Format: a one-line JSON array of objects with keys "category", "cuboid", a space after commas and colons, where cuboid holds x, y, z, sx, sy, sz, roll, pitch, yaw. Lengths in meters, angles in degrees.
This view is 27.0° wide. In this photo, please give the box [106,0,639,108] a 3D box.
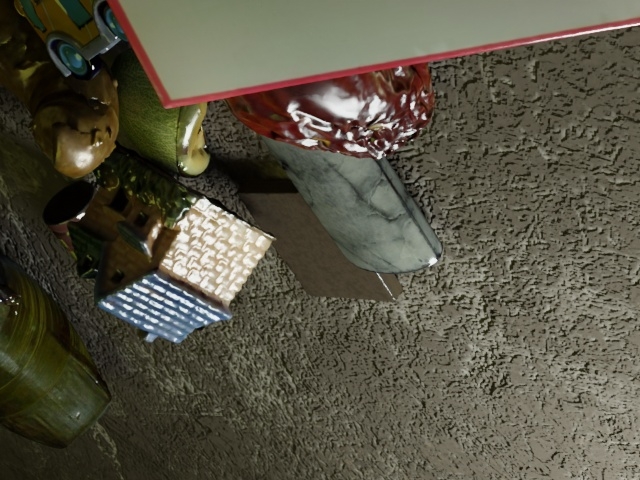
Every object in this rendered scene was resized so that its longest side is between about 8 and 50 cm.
[{"category": "box", "cuboid": [0.025, -0.287, 0.635, 0.314, 0.300, 0.312, -8, 135, 18]}]

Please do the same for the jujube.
[{"category": "jujube", "cuboid": [0.000, -0.151, 1.088, 0.168, 0.168, 0.236, 4, 156, 40]}]

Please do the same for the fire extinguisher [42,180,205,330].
[{"category": "fire extinguisher", "cuboid": [-0.239, 0.039, 1.670, 0.106, 0.075, 0.252, 4, 139, 40]}]

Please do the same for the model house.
[{"category": "model house", "cuboid": [-0.185, 0.011, 1.421, 0.183, 0.172, 0.166, 32, -177, 41]}]

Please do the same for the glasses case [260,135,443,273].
[{"category": "glasses case", "cuboid": [0.008, -0.087, 1.265, 0.114, 0.060, 0.299, 0, 137, 43]}]

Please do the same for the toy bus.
[{"category": "toy bus", "cuboid": [-0.188, -0.239, 1.168, 0.136, 0.126, 0.209, 51, 147, -13]}]

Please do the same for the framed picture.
[{"category": "framed picture", "cuboid": [0.000, 0.000, 1.440, 0.128, 0.023, 0.168, 2, 138, 41]}]

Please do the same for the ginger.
[{"category": "ginger", "cuboid": [-0.294, -0.189, 1.309, 0.309, 0.107, 0.133, 50, -163, 15]}]

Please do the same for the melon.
[{"category": "melon", "cuboid": [-0.170, -0.126, 1.358, 0.128, 0.079, 0.160, 22, 149, 15]}]

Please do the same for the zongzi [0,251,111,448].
[{"category": "zongzi", "cuboid": [-0.528, 0.103, 1.976, 0.432, 0.208, 0.403, 35, 169, 38]}]
